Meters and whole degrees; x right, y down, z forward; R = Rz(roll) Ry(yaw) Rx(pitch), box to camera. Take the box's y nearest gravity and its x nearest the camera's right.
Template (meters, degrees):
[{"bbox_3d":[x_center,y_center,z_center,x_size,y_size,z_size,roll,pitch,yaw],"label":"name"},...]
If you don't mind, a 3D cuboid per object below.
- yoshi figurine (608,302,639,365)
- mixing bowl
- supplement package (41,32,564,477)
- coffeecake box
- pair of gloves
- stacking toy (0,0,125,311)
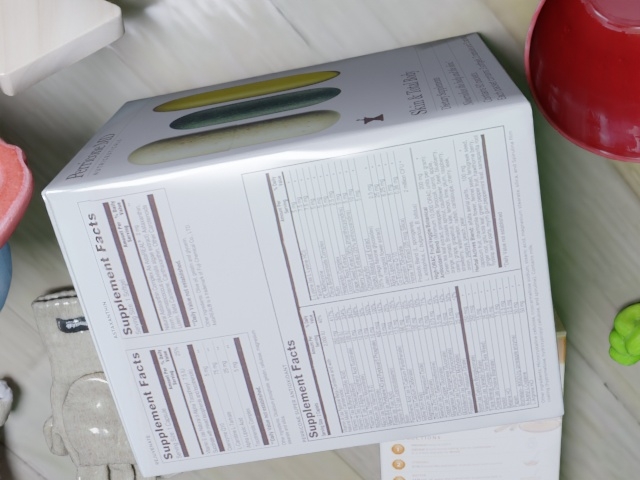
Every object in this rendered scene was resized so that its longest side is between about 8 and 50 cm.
[{"bbox_3d":[0.320,0.083,0.611,0.204,0.203,0.361,2,111,8],"label":"yoshi figurine"},{"bbox_3d":[0.217,-0.148,0.544,0.182,0.098,0.181,4,137,4],"label":"mixing bowl"},{"bbox_3d":[0.000,0.000,0.574,0.263,0.199,0.198,-10,113,6],"label":"supplement package"},{"bbox_3d":[0.118,0.141,0.705,0.143,0.068,0.185,-3,114,3],"label":"coffeecake box"},{"bbox_3d":[-0.251,0.145,0.733,0.240,0.042,0.204,-13,109,5],"label":"pair of gloves"},{"bbox_3d":[-0.292,-0.074,0.552,0.309,0.279,0.130,30,155,9],"label":"stacking toy"}]
